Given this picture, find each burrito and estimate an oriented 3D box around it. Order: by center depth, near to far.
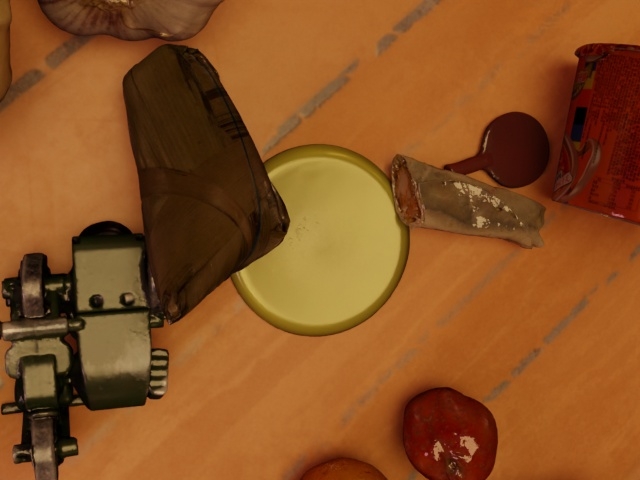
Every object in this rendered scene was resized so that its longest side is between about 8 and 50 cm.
[{"bbox_3d":[0.189,-0.039,1.048,0.226,0.060,0.086,13,78,-20],"label":"burrito"}]

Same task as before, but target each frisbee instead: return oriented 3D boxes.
[{"bbox_3d":[0.000,0.000,1.026,0.236,0.017,0.235,-1,92,-15],"label":"frisbee"}]

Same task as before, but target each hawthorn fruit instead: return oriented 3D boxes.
[{"bbox_3d":[0.157,0.241,1.031,0.128,0.128,0.128,-1,92,-16],"label":"hawthorn fruit"}]

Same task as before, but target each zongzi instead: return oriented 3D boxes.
[{"bbox_3d":[-0.149,-0.071,0.842,0.123,0.289,0.260,-23,94,18],"label":"zongzi"}]

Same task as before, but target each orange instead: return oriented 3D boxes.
[{"bbox_3d":[0.029,0.326,0.996,0.136,0.117,0.135,-1,96,-10],"label":"orange"}]

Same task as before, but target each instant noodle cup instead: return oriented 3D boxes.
[{"bbox_3d":[0.404,-0.113,1.030,0.251,0.250,0.192,14,96,-16],"label":"instant noodle cup"}]

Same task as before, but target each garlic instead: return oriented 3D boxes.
[{"bbox_3d":[-0.191,-0.354,0.889,0.245,0.245,0.253,20,50,-16],"label":"garlic"}]

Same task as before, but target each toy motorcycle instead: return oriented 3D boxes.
[{"bbox_3d":[-0.243,0.113,0.913,0.205,0.127,0.275,-3,86,-17],"label":"toy motorcycle"}]

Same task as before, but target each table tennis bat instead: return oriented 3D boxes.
[{"bbox_3d":[0.229,-0.109,1.087,0.155,0.019,0.098,-19,98,-17],"label":"table tennis bat"}]

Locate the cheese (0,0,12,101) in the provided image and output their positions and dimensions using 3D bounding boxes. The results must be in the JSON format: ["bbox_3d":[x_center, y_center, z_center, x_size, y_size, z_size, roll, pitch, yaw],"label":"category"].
[{"bbox_3d":[-0.419,-0.226,0.720,0.384,0.104,0.383,11,47,-12],"label":"cheese"}]
